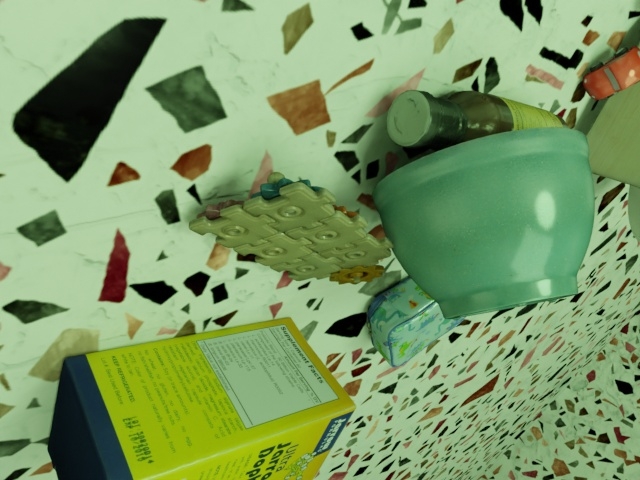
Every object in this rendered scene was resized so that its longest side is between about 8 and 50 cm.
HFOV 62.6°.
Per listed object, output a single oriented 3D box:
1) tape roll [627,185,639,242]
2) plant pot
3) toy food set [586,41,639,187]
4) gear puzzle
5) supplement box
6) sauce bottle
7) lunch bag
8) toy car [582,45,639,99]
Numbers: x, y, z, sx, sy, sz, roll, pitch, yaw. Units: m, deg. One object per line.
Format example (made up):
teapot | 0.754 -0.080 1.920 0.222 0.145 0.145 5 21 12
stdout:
tape roll | 0.754 -0.152 1.033 0.072 0.392 0.391 16 127 2
plant pot | 0.234 -0.001 0.718 0.293 0.196 0.293 -10 167 -2
toy food set | 0.625 -0.232 0.958 0.092 0.220 0.306 -59 167 -50
gear puzzle | 0.000 0.000 0.708 0.176 0.044 0.339 -17 152 26
supplement box | -0.163 0.267 0.748 0.357 0.194 0.195 -3 129 -40
sauce bottle | 0.233 -0.153 0.753 0.345 0.111 0.111 -2 128 -39
lunch bag | 0.197 0.143 1.034 0.219 0.090 0.176 -32 141 -13
toy car | 0.557 -0.338 0.830 0.053 0.239 0.224 -52 142 -64
